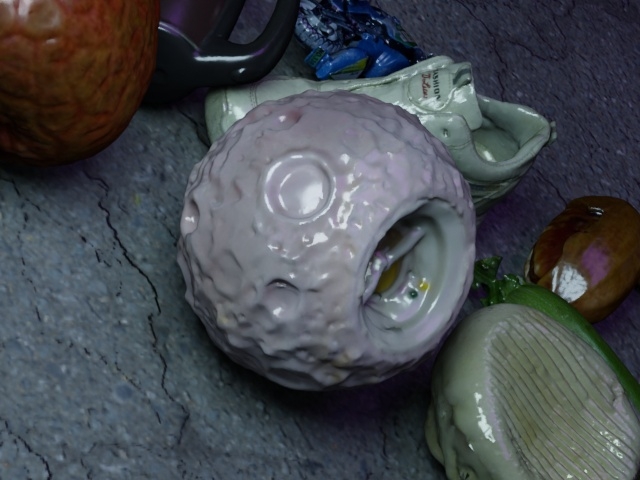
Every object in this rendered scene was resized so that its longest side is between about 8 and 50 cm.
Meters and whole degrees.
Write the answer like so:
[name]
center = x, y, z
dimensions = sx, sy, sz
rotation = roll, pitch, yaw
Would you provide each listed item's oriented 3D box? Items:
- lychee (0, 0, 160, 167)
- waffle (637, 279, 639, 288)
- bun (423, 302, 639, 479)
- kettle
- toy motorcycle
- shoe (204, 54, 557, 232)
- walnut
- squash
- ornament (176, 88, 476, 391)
[lychee]
center = -0.251, -0.168, 1.277
dimensions = 0.255, 0.255, 0.300
rotation = 27, 57, -24
[waffle]
center = 0.507, 0.030, 1.922
dimensions = 0.213, 0.091, 0.308
rotation = 48, 40, -1
[bun]
center = 0.180, 0.175, 1.462
dimensions = 0.231, 0.133, 0.231
rotation = 20, 54, -30
[kettle]
center = -0.119, -0.229, 1.507
dimensions = 0.202, 0.144, 0.232
rotation = 8, 51, 0
[toy motorcycle]
center = 0.046, -0.199, 1.680
dimensions = 0.135, 0.092, 0.254
rotation = 55, 25, 15
[shoe]
center = 0.064, -0.112, 1.535
dimensions = 0.342, 0.210, 0.132
rotation = 19, 47, -31
[walnut]
center = 0.281, 0.024, 1.712
dimensions = 0.116, 0.116, 0.207
rotation = 44, 46, -5
[squash]
center = 0.273, 0.168, 1.585
dimensions = 0.378, 0.101, 0.101
rotation = 54, 39, 8
[ornament]
center = 0.000, 0.000, 1.361
dimensions = 0.225, 0.259, 0.259
rotation = 23, 21, 40
